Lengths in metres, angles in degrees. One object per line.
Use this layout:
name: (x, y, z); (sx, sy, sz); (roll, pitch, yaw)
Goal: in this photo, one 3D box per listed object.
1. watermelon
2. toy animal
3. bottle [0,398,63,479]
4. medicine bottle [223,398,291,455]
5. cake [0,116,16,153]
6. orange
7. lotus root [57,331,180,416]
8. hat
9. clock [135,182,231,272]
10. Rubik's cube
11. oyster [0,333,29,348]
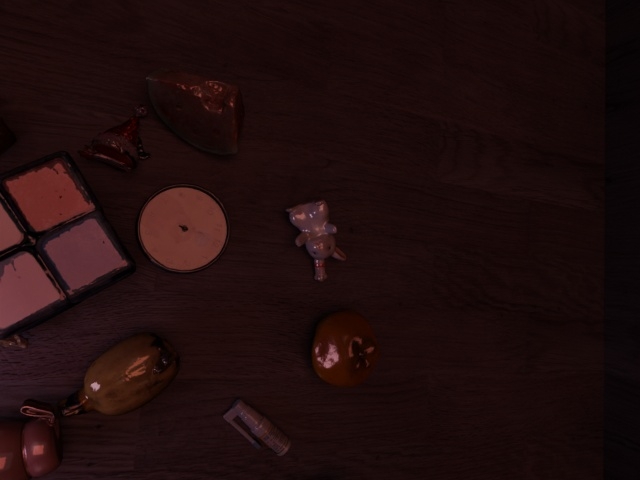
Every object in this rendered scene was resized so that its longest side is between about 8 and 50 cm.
watermelon: (-0.340, -0.408, 1.273); (0.318, 0.226, 0.148); (39, 45, -28)
toy animal: (-0.004, -0.006, 1.415); (0.140, 0.138, 0.283); (-17, 89, 8)
bottle: (-0.785, 0.508, 1.024); (0.296, 0.173, 0.207); (-10, 97, -23)
medicine bottle: (-0.196, 0.586, 1.338); (0.092, 0.061, 0.221); (-42, 102, -1)
cake: (-0.918, -0.312, 1.018); (0.198, 0.196, 0.293); (-44, 104, -18)
orange: (0.080, 0.355, 1.402); (0.248, 0.183, 0.249); (2, 84, -25)
lotus root: (-0.531, 0.371, 1.150); (0.310, 0.183, 0.183); (-32, 99, -18)
hat: (-0.564, -0.304, 1.235); (0.140, 0.129, 0.227); (12, 62, 2)
clock: (-0.405, -0.035, 1.294); (0.280, 0.055, 0.281); (2, 85, -22)
Rubik's cube: (-0.662, 0.015, 1.039); (0.316, 0.318, 0.313); (-32, 97, -23)
oyster: (-0.909, 0.140, 1.055); (0.204, 0.111, 0.396); (-28, 98, -5)
